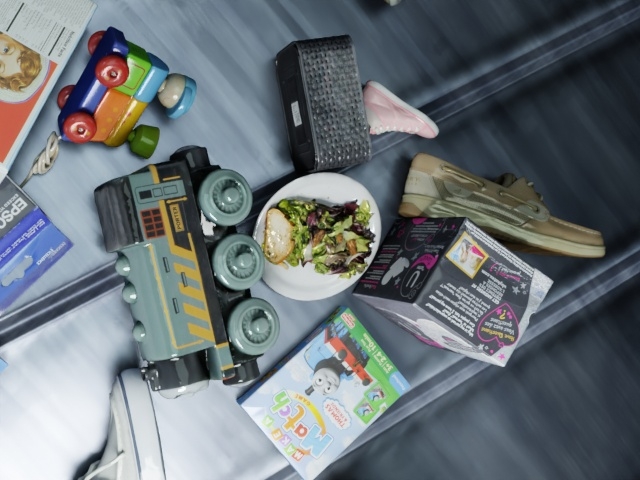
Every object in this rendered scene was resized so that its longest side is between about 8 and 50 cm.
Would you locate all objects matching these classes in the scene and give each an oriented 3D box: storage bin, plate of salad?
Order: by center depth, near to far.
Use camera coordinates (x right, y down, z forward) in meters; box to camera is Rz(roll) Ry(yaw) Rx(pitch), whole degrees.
[{"bbox_3d":[0.002,-0.190,1.241,0.084,0.122,0.180,-10,93,-18],"label":"storage bin"},{"bbox_3d":[0.000,0.000,1.254,0.199,0.048,0.200,-8,114,-19],"label":"plate of salad"}]

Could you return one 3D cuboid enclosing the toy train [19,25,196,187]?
[{"bbox_3d":[-0.284,-0.148,1.178,0.143,0.105,0.248,23,113,-33],"label":"toy train"}]

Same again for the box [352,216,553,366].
[{"bbox_3d":[0.177,0.069,1.231,0.163,0.247,0.142,35,82,-14],"label":"box"}]

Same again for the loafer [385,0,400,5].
[{"bbox_3d":[0.086,-0.468,1.294,0.087,0.094,0.251,-3,81,7],"label":"loafer"}]

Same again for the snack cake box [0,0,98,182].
[{"bbox_3d":[-0.408,-0.219,1.090,0.152,0.089,0.264,30,65,-20],"label":"snack cake box"}]

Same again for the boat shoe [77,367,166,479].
[{"bbox_3d":[-0.282,0.355,1.160,0.156,0.136,0.367,-6,101,-14],"label":"boat shoe"}]

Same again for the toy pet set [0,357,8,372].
[{"bbox_3d":[-0.461,0.186,1.126,0.114,0.065,0.122,-45,103,-12],"label":"toy pet set"}]

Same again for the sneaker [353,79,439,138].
[{"bbox_3d":[0.109,-0.176,1.313,0.134,0.051,0.070,33,82,-12],"label":"sneaker"}]

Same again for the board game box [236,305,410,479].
[{"bbox_3d":[0.007,0.226,1.288,0.211,0.039,0.160,-41,102,-12],"label":"board game box"}]

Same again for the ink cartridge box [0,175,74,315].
[{"bbox_3d":[-0.490,-0.056,1.117,0.333,0.065,0.165,46,77,-13],"label":"ink cartridge box"}]

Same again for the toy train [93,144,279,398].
[{"bbox_3d":[-0.178,0.043,1.159,0.190,0.142,0.334,-13,92,-33],"label":"toy train"}]

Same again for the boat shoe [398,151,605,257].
[{"bbox_3d":[0.291,-0.049,1.333,0.341,0.121,0.110,15,86,-16],"label":"boat shoe"}]
